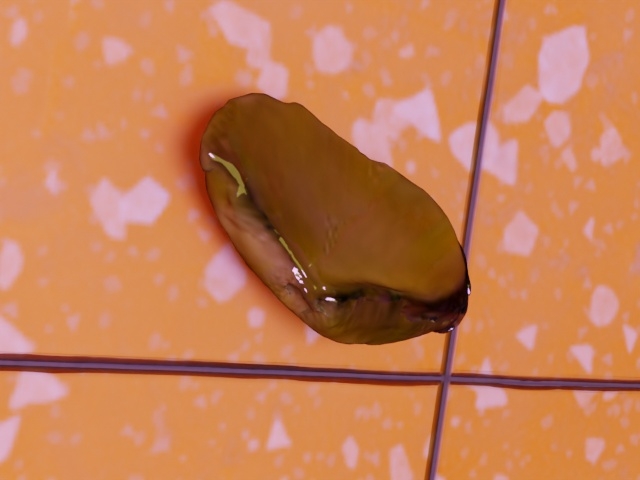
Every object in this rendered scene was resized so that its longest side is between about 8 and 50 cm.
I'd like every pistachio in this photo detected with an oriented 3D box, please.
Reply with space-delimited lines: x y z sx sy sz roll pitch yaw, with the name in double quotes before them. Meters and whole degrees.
"pistachio" 0.000 0.000 0.653 0.173 0.049 0.090 33 54 -31
